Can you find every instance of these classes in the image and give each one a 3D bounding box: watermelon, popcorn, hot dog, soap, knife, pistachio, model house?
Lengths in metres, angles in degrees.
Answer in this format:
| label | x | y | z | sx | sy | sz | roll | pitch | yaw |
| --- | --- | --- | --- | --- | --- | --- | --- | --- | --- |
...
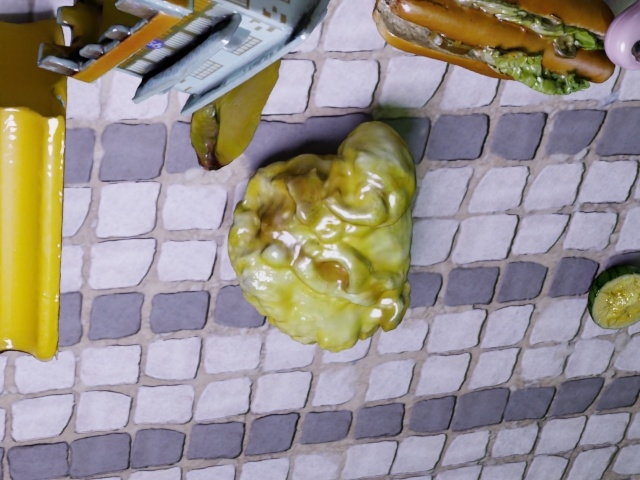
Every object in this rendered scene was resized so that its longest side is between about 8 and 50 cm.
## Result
| label | x | y | z | sx | sy | sz | roll | pitch | yaw |
| --- | --- | --- | --- | --- | --- | --- | --- | --- | --- |
| watermelon | 0.427 | 0.075 | 1.962 | 0.105 | 0.062 | 0.105 | -7 | 126 | -10 |
| popcorn | 0.000 | 0.000 | 1.641 | 0.225 | 0.174 | 0.286 | -7 | 130 | -9 |
| hot dog | 0.219 | -0.244 | 1.575 | 0.337 | 0.100 | 0.135 | 11 | 122 | -30 |
| soap | -0.317 | -0.051 | 1.438 | 0.096 | 0.204 | 0.324 | 2 | 127 | -11 |
| knife | 0.440 | -0.343 | 1.593 | 0.081 | 0.043 | 0.336 | 38 | 87 | -39 |
| pistachio | -0.105 | -0.156 | 1.543 | 0.089 | 0.049 | 0.173 | -11 | 134 | -49 |
| model house | -0.129 | -0.246 | 1.312 | 0.215 | 0.198 | 0.224 | 14 | 155 | -35 |
